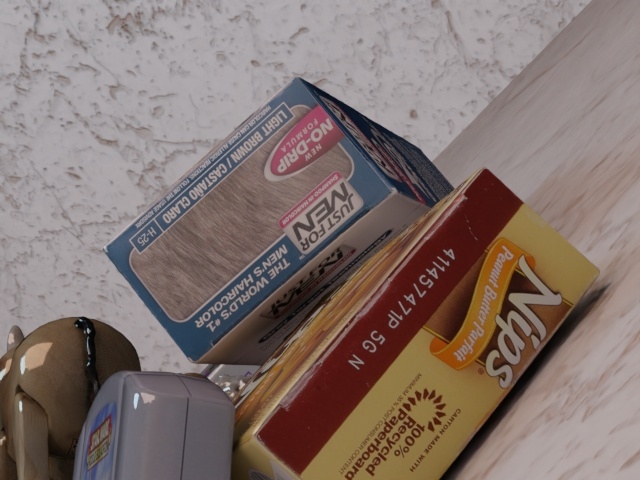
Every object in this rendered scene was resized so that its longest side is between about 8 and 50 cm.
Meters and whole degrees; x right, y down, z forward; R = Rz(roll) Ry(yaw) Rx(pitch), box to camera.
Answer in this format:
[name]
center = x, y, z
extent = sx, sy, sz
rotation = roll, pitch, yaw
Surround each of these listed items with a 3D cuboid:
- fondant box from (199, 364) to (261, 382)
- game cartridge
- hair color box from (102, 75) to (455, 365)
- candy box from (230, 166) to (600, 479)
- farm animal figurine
[fondant box]
center = -0.067, 0.146, 1.536
extent = 0.330, 0.096, 0.238
rotation = -48, 2, 4
[game cartridge]
center = -0.102, 0.173, 0.918
extent = 0.297, 0.062, 0.198
rotation = 137, 135, -71
[hair color box]
center = 0.000, 0.000, 1.223
extent = 0.174, 0.105, 0.347
rotation = -41, -13, 9
[candy box]
center = 0.016, 0.088, 0.949
extent = 0.183, 0.087, 0.316
rotation = -48, 2, -20
[farm animal figurine]
center = -0.223, 0.132, 1.229
extent = 0.330, 0.172, 0.327
rotation = 6, -21, -37
